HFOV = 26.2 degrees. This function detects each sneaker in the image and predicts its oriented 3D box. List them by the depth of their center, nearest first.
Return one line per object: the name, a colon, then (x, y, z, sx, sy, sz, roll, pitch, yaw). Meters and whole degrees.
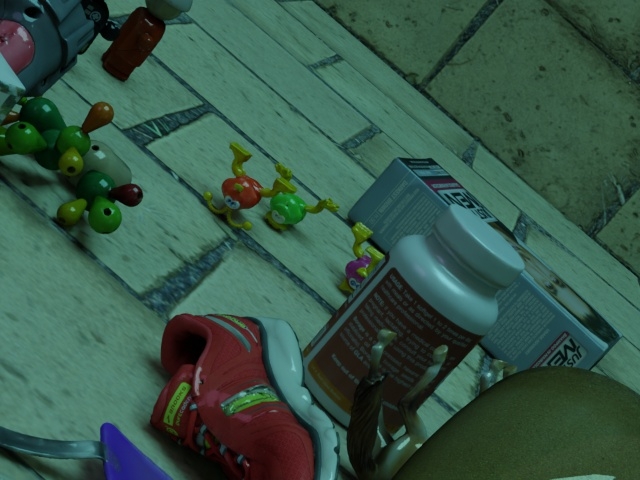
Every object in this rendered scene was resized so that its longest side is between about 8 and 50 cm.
sneaker: (-0.067, 0.146, 1.020, 0.118, 0.107, 0.279, 12, 23, -22)

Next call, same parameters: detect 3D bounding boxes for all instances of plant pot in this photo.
plant pot: (0.127, 0.236, 1.003, 0.237, 0.237, 0.254, 47, 33, 21)

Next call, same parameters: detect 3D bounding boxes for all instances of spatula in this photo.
spatula: (-0.191, 0.122, 0.868, 0.296, 0.030, 0.084, 31, 20, -30)

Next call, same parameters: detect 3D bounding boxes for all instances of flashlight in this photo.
flashlight: (-0.279, -0.133, 1.067, 0.103, 0.103, 0.304, 39, 36, -7)

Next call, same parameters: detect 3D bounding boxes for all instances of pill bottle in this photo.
pill bottle: (0.088, 0.075, 1.294, 0.121, 0.216, 0.121, 37, 17, -13)

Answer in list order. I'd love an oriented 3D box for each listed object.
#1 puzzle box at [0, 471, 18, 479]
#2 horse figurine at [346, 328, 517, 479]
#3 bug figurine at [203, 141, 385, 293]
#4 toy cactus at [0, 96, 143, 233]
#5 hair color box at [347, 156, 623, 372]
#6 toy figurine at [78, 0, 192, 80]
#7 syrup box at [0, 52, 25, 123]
puzzle box: (-0.084, 0.261, 0.701, 0.409, 0.052, 0.272, 32, 17, -25)
horse figurine: (0.101, 0.180, 1.212, 0.263, 0.174, 0.066, 19, -6, -43)
bug figurine: (0.000, 0.000, 1.562, 0.279, 0.072, 0.216, 38, 9, 8)
toy cactus: (-0.228, -0.088, 1.257, 0.219, 0.112, 0.180, 38, 4, 24)
hair color box: (0.228, 0.049, 1.876, 0.374, 0.113, 0.185, 44, 16, 12)
toy figurine: (-0.278, -0.307, 1.614, 0.209, 0.148, 0.213, 46, 17, 19)
syrup box: (-0.271, -0.029, 0.713, 0.096, 0.237, 0.093, 51, 18, 28)
